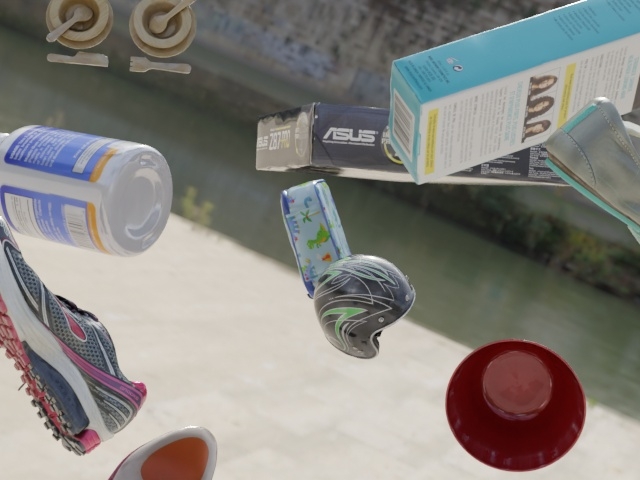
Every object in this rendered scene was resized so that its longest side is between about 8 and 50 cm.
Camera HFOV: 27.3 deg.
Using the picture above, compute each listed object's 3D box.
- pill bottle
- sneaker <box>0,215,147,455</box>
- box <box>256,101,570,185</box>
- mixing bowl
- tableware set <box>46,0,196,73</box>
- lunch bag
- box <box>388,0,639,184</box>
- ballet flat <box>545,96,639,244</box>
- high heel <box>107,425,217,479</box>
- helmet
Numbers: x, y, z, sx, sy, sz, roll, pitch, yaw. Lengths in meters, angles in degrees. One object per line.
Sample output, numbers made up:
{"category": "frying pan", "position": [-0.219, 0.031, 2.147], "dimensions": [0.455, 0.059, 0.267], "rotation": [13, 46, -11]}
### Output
{"category": "pill bottle", "position": [-0.348, -0.073, 1.770], "dimensions": [0.272, 0.152, 0.152], "rotation": [12, 1, 28]}
{"category": "sneaker", "position": [-0.317, 0.099, 1.531], "dimensions": [0.121, 0.112, 0.299], "rotation": [-12, -71, 59]}
{"category": "box", "position": [0.130, -0.132, 1.911], "dimensions": [0.394, 0.097, 0.318], "rotation": [3, 3, -15]}
{"category": "mixing bowl", "position": [0.258, 0.204, 1.742], "dimensions": [0.181, 0.181, 0.098], "rotation": [23, 15, 4]}
{"category": "tableware set", "position": [-0.257, -0.287, 1.700], "dimensions": [0.194, 0.128, 0.039], "rotation": [4, -13, -6]}
{"category": "lunch bag", "position": [0.000, 0.000, 2.431], "dimensions": [0.090, 0.219, 0.176], "rotation": [-18, 2, 11]}
{"category": "box", "position": [0.181, -0.136, 1.133], "dimensions": [0.244, 0.101, 0.060], "rotation": [-19, 53, -14]}
{"category": "ballet flat", "position": [0.235, -0.025, 0.903], "dimensions": [0.213, 0.068, 0.072], "rotation": [36, 9, -37]}
{"category": "high heel", "position": [-0.298, 0.418, 1.910], "dimensions": [0.127, 0.181, 0.377], "rotation": [47, 52, 4]}
{"category": "helmet", "position": [0.072, 0.101, 2.220], "dimensions": [0.169, 0.162, 0.169], "rotation": [3, 47, -3]}
